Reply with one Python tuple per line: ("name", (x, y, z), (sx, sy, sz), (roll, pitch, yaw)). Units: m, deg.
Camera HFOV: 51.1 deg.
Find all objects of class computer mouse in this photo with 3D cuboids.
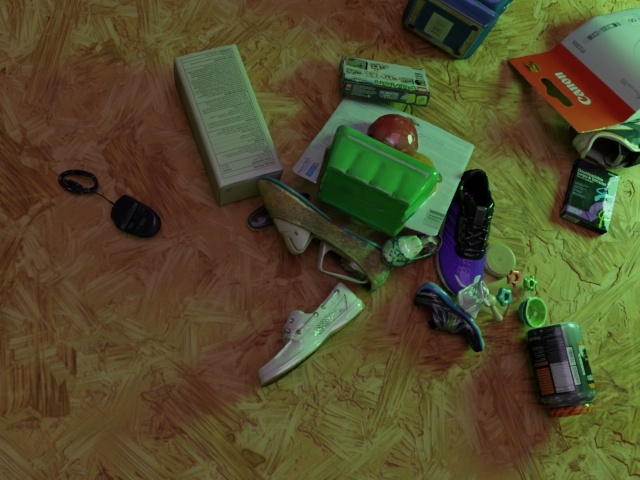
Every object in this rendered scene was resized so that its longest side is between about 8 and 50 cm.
("computer mouse", (-0.438, -0.079, 1.399), (0.242, 0.041, 0.071), (31, 87, 5))

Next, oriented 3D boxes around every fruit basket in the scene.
("fruit basket", (0.148, -0.176, 1.474), (0.327, 0.165, 0.353), (26, 42, 5))

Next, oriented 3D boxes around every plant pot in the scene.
("plant pot", (0.336, -0.590, 1.605), (0.235, 0.236, 0.212), (31, 77, -1))

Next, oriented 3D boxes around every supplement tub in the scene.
("supplement tub", (0.515, 0.276, 1.429), (0.116, 0.117, 0.191), (-6, 75, -13))

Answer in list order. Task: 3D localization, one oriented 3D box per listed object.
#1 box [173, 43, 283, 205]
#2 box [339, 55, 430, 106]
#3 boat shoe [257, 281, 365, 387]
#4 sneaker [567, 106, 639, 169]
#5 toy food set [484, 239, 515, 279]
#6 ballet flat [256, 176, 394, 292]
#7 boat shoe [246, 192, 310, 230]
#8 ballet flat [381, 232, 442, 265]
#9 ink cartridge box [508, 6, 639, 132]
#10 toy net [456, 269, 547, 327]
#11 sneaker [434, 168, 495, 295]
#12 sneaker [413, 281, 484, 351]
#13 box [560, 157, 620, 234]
("box", (-0.203, -0.248, 1.446), (0.147, 0.121, 0.311), (-16, 77, -15))
("box", (0.149, -0.375, 1.575), (0.206, 0.036, 0.114), (7, 45, -9))
("boat shoe", (-0.035, 0.186, 1.364), (0.277, 0.098, 0.096), (-37, 83, -28))
("sneaker", (0.766, -0.237, 1.630), (0.320, 0.126, 0.128), (3, 62, -1))
("toy food set", (0.406, 0.045, 1.529), (0.083, 0.020, 0.082), (43, 71, 3))
("ballet flat", (0.000, 0.000, 1.391), (0.348, 0.123, 0.123), (32, 69, -17))
("boat shoe", (-0.090, -0.070, 1.452), (0.152, 0.049, 0.056), (-28, 80, -18))
("ballet flat", (0.201, 0.010, 1.428), (0.188, 0.070, 0.070), (-14, 73, -52))
("ink cartridge box", (0.710, -0.427, 1.638), (0.384, 0.091, 0.308), (-16, 53, -16))
("toy net", (0.399, 0.119, 1.453), (0.232, 0.045, 0.122), (11, 83, -29))
("sneaker", (0.324, -0.026, 1.468), (0.102, 0.146, 0.294), (7, 72, -9))
("sneaker", (0.278, 0.174, 1.451), (0.188, 0.067, 0.078), (43, 92, 2))
("box", (0.654, -0.108, 1.620), (0.116, 0.029, 0.162), (22, 69, -4))
